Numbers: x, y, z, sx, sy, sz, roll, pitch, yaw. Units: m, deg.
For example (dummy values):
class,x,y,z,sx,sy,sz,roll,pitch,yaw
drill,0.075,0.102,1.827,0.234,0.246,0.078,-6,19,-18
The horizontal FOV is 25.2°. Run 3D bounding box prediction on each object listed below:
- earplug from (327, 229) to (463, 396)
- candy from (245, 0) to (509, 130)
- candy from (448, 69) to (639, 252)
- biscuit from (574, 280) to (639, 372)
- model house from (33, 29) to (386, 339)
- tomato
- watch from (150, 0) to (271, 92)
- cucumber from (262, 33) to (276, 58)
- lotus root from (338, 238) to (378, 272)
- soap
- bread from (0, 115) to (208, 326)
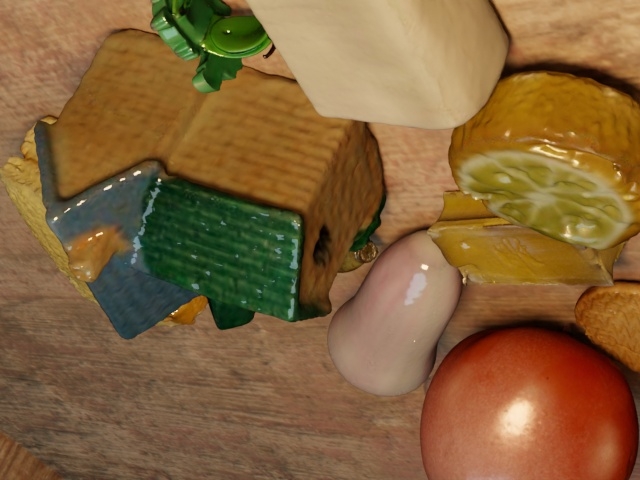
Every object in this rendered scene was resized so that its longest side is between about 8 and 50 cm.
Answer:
class,x,y,z,sx,sy,sz,roll,pitch,yaw
earplug,0.123,0.086,2.046,0.172,0.172,0.301,25,148,1
candy,0.034,-0.275,1.491,0.208,0.145,0.359,5,145,35
candy,0.270,-0.089,1.621,0.260,0.118,0.260,14,156,7
biscuit,0.420,0.111,1.960,0.144,0.033,0.224,19,152,18
model house,-0.148,-0.029,1.866,0.382,0.343,0.335,13,149,23
tomato,0.293,0.279,2.054,0.321,0.321,0.321,20,152,11
watch,-0.103,-0.272,1.669,0.152,0.131,0.165,-20,126,31
cucumber,-0.056,-0.283,1.572,0.043,0.163,0.039,-10,-170,0
lotus root,0.000,0.000,2.063,0.179,0.089,0.081,15,110,27
soap,0.265,-0.003,1.848,0.233,0.076,0.135,-4,142,42
bread,-0.322,-0.011,2.238,0.236,0.165,0.375,18,152,25
